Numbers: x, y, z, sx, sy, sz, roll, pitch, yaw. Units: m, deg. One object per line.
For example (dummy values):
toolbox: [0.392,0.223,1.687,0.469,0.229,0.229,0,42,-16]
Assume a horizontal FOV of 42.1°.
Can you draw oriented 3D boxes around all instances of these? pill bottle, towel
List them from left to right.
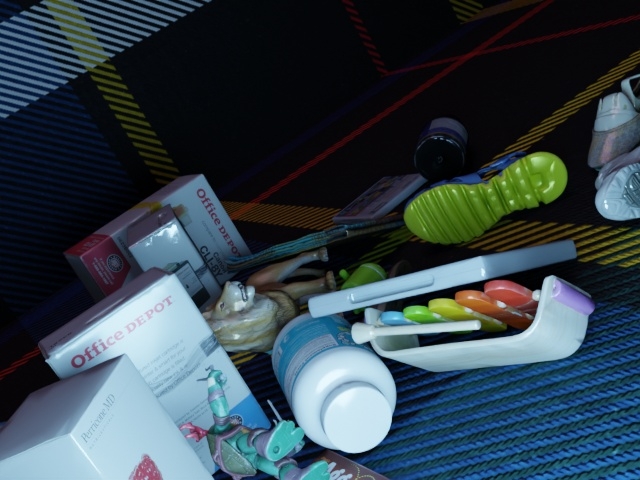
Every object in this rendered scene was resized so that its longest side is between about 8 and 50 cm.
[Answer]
towel: [0.000,0.000,1.830,0.370,0.040,0.271,-17,-2,41]
pill bottle: [0.020,0.205,1.196,0.146,0.146,0.264,-31,18,-5]
pill bottle: [0.299,-0.232,2.028,0.123,0.123,0.219,-23,18,22]

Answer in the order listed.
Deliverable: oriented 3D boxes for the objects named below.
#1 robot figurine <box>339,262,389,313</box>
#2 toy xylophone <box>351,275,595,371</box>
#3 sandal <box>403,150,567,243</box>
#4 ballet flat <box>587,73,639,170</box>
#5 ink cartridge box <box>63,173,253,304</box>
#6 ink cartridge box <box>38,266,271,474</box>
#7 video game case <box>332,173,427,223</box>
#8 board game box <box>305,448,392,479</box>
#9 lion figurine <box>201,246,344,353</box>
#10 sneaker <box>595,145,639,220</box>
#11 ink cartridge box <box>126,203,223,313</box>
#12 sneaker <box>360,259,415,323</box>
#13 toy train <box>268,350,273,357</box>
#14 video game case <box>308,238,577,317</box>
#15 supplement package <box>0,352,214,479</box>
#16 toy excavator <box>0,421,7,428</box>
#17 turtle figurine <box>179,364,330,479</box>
robot figurine: [0.083,0.087,1.563,0.101,0.067,0.115,17,42,30]
toy xylophone: [0.190,0.113,1.114,0.323,0.236,0.081,-10,66,34]
sandal: [0.315,-0.088,1.617,0.317,0.126,0.138,-18,16,11]
ballet flat: [0.600,-0.254,1.622,0.316,0.106,0.107,-41,20,-31]
ink cartridge box: [-0.404,0.042,2.128,0.385,0.279,0.160,-38,19,-25]
ink cartridge box: [-0.258,0.228,1.307,0.223,0.307,0.129,-35,18,-19]
video game case: [0.149,-0.103,2.077,0.201,0.023,0.183,-39,19,-24]
board game box: [0.031,0.339,1.000,0.145,0.027,0.281,-36,18,-24]
lion figurine: [-0.087,0.113,1.559,0.240,0.142,0.392,-14,4,1]
sneaker: [0.500,-0.088,1.377,0.232,0.090,0.115,-33,8,-41]
ink cartridge box: [-0.300,0.083,1.823,0.121,0.289,0.211,-32,17,-7]
sneaker: [0.115,0.098,1.482,0.071,0.066,0.188,-20,19,31]
toy train: [-0.104,0.186,1.583,0.125,0.046,0.166,-6,18,3]
video game case: [0.194,0.056,1.280,0.300,0.036,0.329,-16,-6,37]
supplement package: [-0.265,0.328,1.059,0.175,0.293,0.177,-24,19,20]
toy excavator: [-0.575,0.420,1.502,0.433,0.222,0.445,-34,9,-17]
turtle figurine: [-0.093,0.266,1.122,0.234,0.175,0.118,10,65,55]
